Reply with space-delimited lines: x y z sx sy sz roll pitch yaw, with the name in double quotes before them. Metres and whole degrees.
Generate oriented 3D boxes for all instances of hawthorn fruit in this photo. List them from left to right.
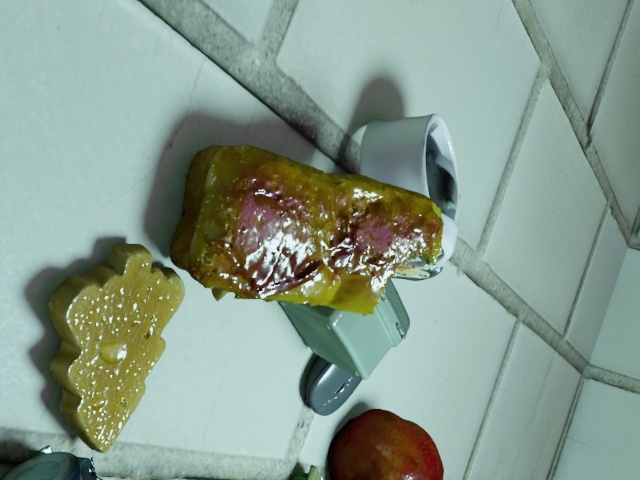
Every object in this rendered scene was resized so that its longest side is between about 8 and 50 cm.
"hawthorn fruit" 0.125 0.410 1.599 0.189 0.251 0.189 -13 118 -26

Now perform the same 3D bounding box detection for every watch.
"watch" 0.128 -0.070 1.433 0.244 0.196 0.231 45 44 -58

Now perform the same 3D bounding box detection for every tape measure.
"tape measure" -0.277 0.307 0.959 0.107 0.104 0.180 -42 138 -48

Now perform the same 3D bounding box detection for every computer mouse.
"computer mouse" 0.051 0.184 1.508 0.232 0.057 0.120 -57 147 -27

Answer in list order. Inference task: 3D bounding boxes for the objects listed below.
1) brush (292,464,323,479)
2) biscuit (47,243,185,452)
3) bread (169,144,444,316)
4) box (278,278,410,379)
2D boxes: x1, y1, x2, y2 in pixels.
"brush" -0.047 0.496 1.442 0.054 0.048 0.282 57 37 -46
"biscuit" -0.233 0.120 1.008 0.212 0.041 0.239 -5 109 -65
"bread" 0.000 0.000 1.147 0.380 0.109 0.185 11 89 -38
"box" 0.037 0.100 1.355 0.129 0.148 0.210 -52 143 -19
